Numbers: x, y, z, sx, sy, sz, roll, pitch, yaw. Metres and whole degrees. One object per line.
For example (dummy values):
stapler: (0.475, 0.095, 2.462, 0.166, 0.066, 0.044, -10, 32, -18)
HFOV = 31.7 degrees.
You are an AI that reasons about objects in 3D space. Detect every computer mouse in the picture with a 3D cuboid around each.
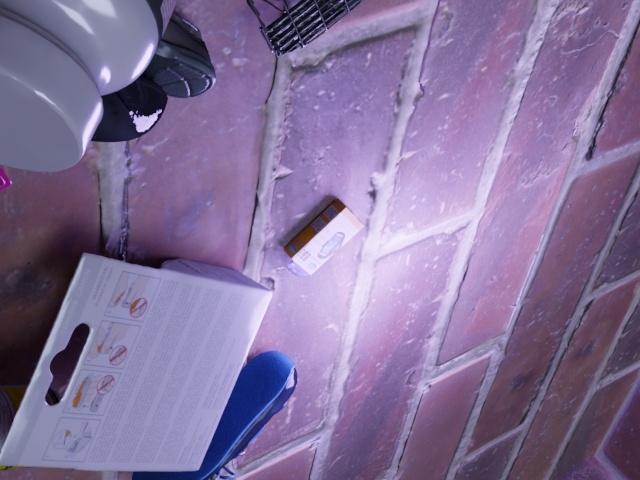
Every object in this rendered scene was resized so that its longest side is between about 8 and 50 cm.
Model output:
computer mouse: (-0.268, -0.154, 1.215, 0.272, 0.188, 0.072, 18, 73, -64)

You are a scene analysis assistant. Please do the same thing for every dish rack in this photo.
dish rack: (-0.024, -0.348, 1.316, 0.208, 0.074, 0.271, -38, 150, -4)

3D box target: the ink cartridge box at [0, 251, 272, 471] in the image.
ink cartridge box: (-0.266, 0.170, 1.588, 0.385, 0.091, 0.308, 16, 99, -51)

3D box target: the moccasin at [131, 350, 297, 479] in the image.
moccasin: (-0.163, 0.340, 1.933, 0.342, 0.137, 0.117, -37, 152, -6)

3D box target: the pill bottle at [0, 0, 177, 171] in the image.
pill bottle: (-0.211, -0.252, 0.941, 0.210, 0.210, 0.363, 63, 39, -57)

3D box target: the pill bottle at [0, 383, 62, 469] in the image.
pill bottle: (-0.458, 0.255, 1.528, 0.215, 0.117, 0.117, 7, 124, -50)

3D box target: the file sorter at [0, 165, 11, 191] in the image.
file sorter: (-0.455, -0.133, 1.001, 0.202, 0.182, 0.290, -34, 147, -10)

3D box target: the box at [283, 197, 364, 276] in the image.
box: (0.000, 0.000, 1.800, 0.136, 0.028, 0.081, -41, 148, 3)

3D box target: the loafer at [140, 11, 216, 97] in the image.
loafer: (-0.219, -0.242, 1.244, 0.096, 0.084, 0.267, -20, 153, 27)
